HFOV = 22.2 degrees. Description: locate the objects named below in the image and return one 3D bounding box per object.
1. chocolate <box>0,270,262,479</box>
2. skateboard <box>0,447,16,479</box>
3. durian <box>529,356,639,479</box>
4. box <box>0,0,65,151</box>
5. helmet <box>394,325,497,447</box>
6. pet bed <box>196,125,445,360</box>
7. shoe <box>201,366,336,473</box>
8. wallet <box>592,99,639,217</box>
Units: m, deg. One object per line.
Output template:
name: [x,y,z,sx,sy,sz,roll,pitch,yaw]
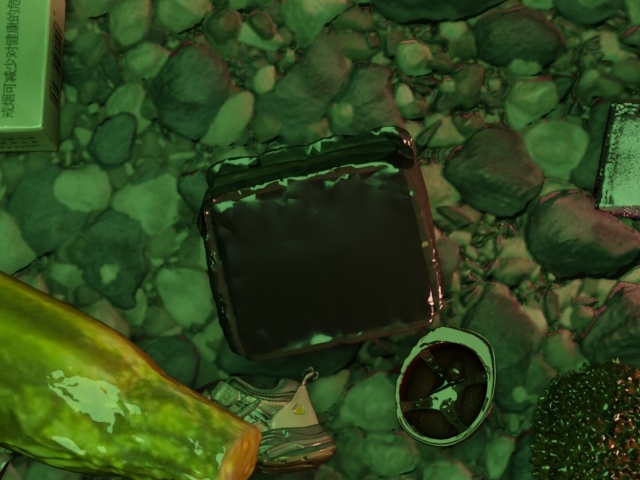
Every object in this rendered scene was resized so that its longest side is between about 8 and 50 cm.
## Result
chocolate: [-0.262,0.119,1.437,0.445,0.162,0.162,22,78,22]
skateboard: [-0.329,0.199,1.533,0.083,0.032,0.064,28,89,9]
durian: [0.265,0.190,1.446,0.148,0.091,0.188,-33,76,-4]
box: [-0.387,-0.172,1.615,0.256,0.069,0.164,0,75,5]
helmet: [0.117,0.136,1.491,0.089,0.057,0.111,21,83,14]
pet bed: [0.000,0.000,1.499,0.211,0.159,0.183,-13,100,3]
shoe: [-0.078,0.167,1.486,0.180,0.089,0.092,-6,76,1]
wallet: [0.346,-0.067,1.540,0.166,0.030,0.111,9,81,9]
